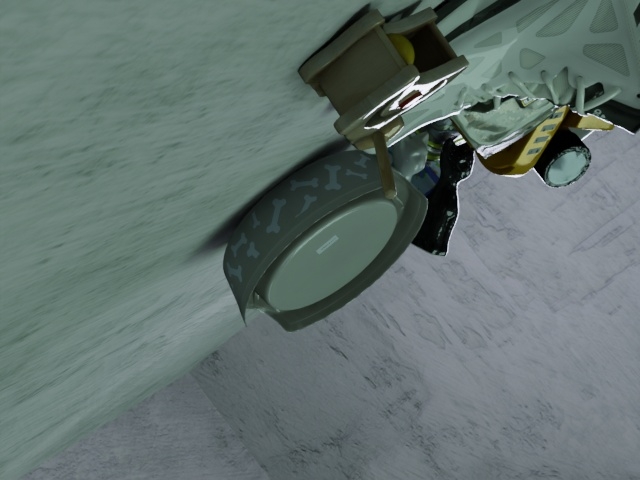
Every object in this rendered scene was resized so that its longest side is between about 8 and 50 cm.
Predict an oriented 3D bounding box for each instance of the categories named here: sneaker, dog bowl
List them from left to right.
[{"bbox_3d":[0.000,0.000,1.841,0.349,0.102,0.348,-32,155,-16],"label":"dog bowl"},{"bbox_3d":[0.274,-0.243,2.136,0.300,0.111,0.121,-37,172,-42],"label":"sneaker"},{"bbox_3d":[0.257,-0.195,1.423,0.447,0.257,0.169,-38,176,9],"label":"sneaker"}]

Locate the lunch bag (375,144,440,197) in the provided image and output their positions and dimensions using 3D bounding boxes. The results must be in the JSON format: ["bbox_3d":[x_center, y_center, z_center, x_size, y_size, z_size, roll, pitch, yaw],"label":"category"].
[{"bbox_3d":[0.136,-0.082,2.207,0.219,0.176,0.090,-39,176,27],"label":"lunch bag"}]

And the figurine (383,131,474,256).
[{"bbox_3d":[0.170,-0.088,2.037,0.215,0.092,0.209,5,112,-47],"label":"figurine"}]

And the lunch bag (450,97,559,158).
[{"bbox_3d":[0.282,-0.252,1.712,0.235,0.169,0.287,-35,169,10],"label":"lunch bag"}]

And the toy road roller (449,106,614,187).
[{"bbox_3d":[0.352,-0.253,1.937,0.241,0.202,0.329,3,131,-31],"label":"toy road roller"}]

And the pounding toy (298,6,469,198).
[{"bbox_3d":[0.091,-0.148,1.236,0.154,0.154,0.269,-34,176,6],"label":"pounding toy"}]

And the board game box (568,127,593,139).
[{"bbox_3d":[0.482,-0.317,2.242,0.097,0.224,0.303,-39,176,28],"label":"board game box"}]
